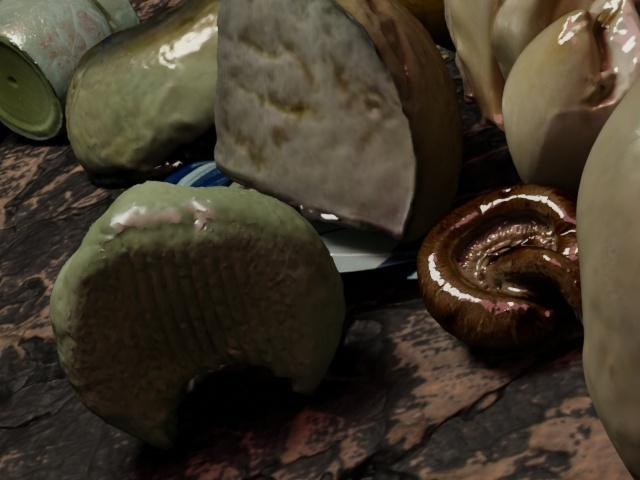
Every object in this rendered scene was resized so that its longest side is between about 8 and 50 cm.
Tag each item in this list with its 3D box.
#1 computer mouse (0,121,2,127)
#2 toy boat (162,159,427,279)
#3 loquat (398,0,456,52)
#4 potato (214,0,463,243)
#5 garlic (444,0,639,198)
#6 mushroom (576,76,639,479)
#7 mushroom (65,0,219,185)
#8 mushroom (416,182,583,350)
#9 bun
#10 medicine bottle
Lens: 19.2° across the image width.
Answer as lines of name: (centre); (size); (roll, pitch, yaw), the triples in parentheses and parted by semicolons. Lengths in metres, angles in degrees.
computer mouse: (-0.448, -0.105, 1.922); (0.170, 0.100, 0.269); (4, 8, 20)
toy boat: (0.000, 0.000, 1.498); (0.291, 0.067, 0.220); (17, 31, 33)
loquat: (0.160, -0.284, 1.620); (0.263, 0.263, 0.263); (-20, 30, 12)
potato: (0.049, -0.142, 1.506); (0.189, 0.211, 0.264); (13, 22, 22)
garlic: (0.211, -0.143, 1.403); (0.184, 0.203, 0.281); (-11, 42, -7)
mushroom: (0.303, 0.046, 0.945); (0.353, 0.353, 0.325); (-27, 50, 0)
mushroom: (-0.101, -0.194, 1.816); (0.344, 0.130, 0.247); (-29, 34, -4)
mushroom: (0.145, 0.024, 1.321); (0.135, 0.080, 0.170); (-45, 32, -7)
bun: (-0.090, 0.048, 1.383); (0.212, 0.204, 0.126); (5, 25, -4)
medicine bottle: (-0.272, -0.196, 1.937); (0.147, 0.147, 0.143); (4, 40, 43)
